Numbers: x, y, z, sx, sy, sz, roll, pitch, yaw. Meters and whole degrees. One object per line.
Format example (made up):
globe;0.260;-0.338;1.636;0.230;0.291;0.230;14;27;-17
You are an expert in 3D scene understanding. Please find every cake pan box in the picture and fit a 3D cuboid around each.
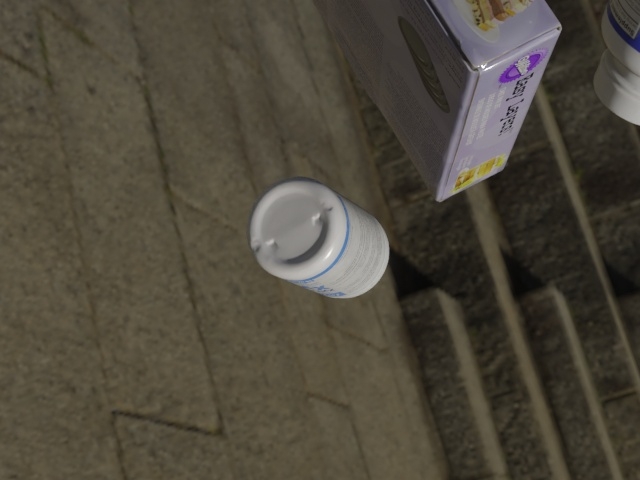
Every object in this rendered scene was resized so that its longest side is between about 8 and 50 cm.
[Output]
cake pan box;0.049;-0.181;0.799;0.266;0.070;0.245;60;-9;16

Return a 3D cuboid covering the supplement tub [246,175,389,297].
supplement tub;0.000;0.000;0.813;0.107;0.071;0.071;28;44;-65

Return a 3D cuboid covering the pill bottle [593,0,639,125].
pill bottle;0.380;-0.250;1.197;0.272;0.152;0.152;105;-15;-45
